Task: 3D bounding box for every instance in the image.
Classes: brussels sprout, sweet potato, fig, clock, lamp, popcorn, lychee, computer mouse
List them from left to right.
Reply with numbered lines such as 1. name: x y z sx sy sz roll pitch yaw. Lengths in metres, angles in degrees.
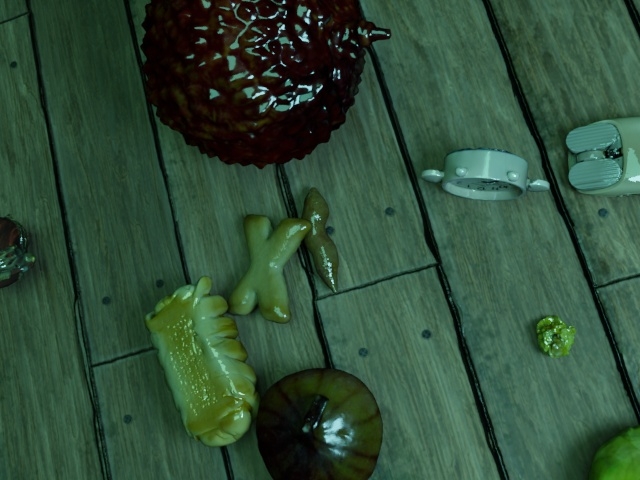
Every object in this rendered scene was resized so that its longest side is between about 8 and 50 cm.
1. lamp: -0.709 0.009 1.459 0.223 0.215 0.151 20 118 -14
2. lychee: -0.100 -0.346 1.251 0.499 0.424 0.425 -6 76 35
3. fig: -0.007 0.340 1.211 0.234 0.214 0.235 5 104 18
4. sweet potato: -0.003 0.001 1.354 0.065 0.051 0.219 -17 75 24
5. clock: 0.299 -0.121 1.256 0.229 0.155 0.063 5 79 11
6. popcorn: 0.412 0.169 1.221 0.059 0.068 0.083 19 51 -25
7. computer mouse: 0.566 -0.151 1.241 0.236 0.082 0.145 0 79 12
8. brussels sprout: 0.531 0.405 1.088 0.223 0.161 0.223 -1 86 13

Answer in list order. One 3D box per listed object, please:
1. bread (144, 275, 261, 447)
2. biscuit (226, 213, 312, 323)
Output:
1. bread: -0.217 0.236 1.313 0.172 0.121 0.311 -29 71 16
2. biscuit: -0.106 0.051 1.346 0.164 0.047 0.208 5 79 34
